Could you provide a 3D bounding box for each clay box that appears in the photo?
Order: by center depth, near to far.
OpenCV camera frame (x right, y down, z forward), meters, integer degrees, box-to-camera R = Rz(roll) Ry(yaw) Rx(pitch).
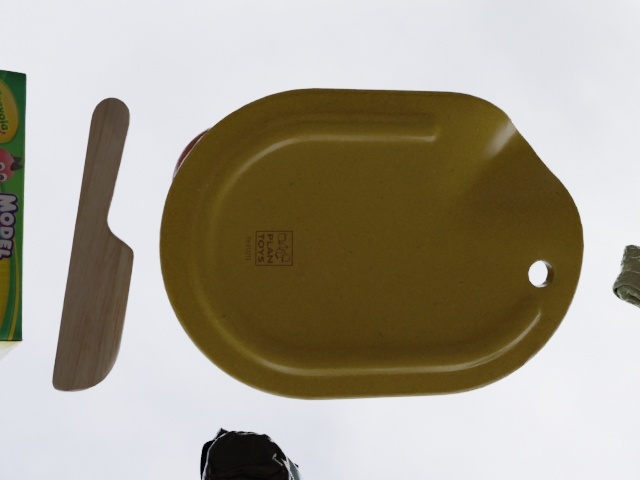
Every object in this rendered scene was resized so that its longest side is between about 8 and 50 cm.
[{"bbox_3d":[-0.246,0.003,0.609,0.053,0.127,0.222,3,-106,-28],"label":"clay box"}]

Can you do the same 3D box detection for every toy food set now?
[{"bbox_3d":[0.000,0.000,0.375,0.218,0.071,0.128,1,-87,-10],"label":"toy food set"}]

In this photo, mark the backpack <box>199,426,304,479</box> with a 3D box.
[{"bbox_3d":[-0.065,0.290,0.852,0.115,0.182,0.152,6,-128,11],"label":"backpack"}]

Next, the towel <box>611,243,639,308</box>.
[{"bbox_3d":[0.426,0.060,1.014,0.148,0.027,0.110,25,-140,12],"label":"towel"}]
